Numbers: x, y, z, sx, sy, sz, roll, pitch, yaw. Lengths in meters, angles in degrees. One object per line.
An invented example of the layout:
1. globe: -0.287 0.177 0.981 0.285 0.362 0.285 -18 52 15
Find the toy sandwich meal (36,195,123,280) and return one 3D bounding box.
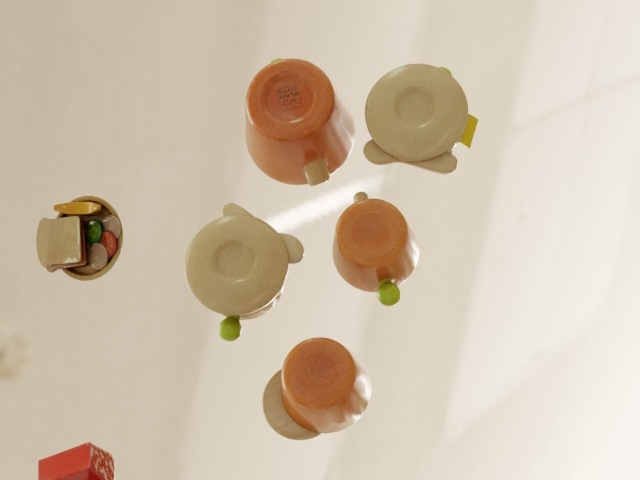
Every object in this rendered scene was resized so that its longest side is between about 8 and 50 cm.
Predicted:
1. toy sandwich meal: -0.217 -0.003 1.800 0.029 0.085 0.086 9 -84 -63

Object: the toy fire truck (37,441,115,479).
1. toy fire truck: -0.147 0.253 1.531 0.192 0.047 0.135 54 -161 -50

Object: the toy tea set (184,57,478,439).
1. toy tea set: 0.000 0.000 1.674 0.124 0.200 0.336 70 -142 -71
